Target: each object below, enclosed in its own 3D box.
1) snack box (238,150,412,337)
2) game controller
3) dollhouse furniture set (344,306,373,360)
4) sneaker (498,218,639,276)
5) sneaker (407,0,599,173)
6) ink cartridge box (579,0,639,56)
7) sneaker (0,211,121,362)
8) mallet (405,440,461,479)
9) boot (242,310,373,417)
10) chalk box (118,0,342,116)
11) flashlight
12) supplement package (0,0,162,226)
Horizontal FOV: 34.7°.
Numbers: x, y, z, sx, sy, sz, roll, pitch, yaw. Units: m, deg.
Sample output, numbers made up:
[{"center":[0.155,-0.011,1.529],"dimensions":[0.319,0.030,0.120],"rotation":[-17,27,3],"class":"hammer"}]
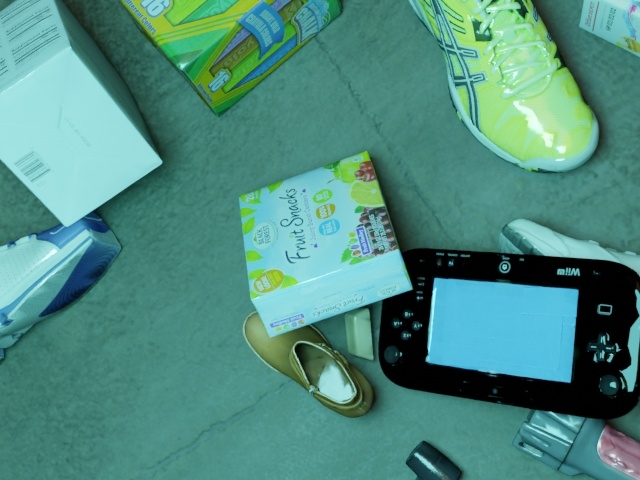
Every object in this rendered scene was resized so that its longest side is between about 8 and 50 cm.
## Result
[{"center":[0.000,0.000,1.206],"dimensions":[0.175,0.070,0.207],"rotation":[-19,36,6],"class":"snack box"},{"center":[0.205,0.097,1.140],"dimensions":[0.319,0.067,0.166],"rotation":[3,96,36],"class":"game controller"},{"center":[0.055,0.083,1.264],"dimensions":[0.081,0.091,0.114],"rotation":[-11,100,-33],"class":"dollhouse furniture set"},{"center":[0.337,0.061,1.178],"dimensions":[0.297,0.111,0.129],"rotation":[37,59,26],"class":"sneaker"},{"center":[0.202,-0.247,1.242],"dimensions":[0.145,0.147,0.384],"rotation":[-32,75,0],"class":"sneaker"},{"center":[0.377,-0.279,1.241],"dimensions":[0.181,0.104,0.061],"rotation":[31,84,15],"class":"ink cartridge box"},{"center":[-0.428,0.044,1.293],"dimensions":[0.315,0.127,0.182],"rotation":[-40,76,1],"class":"sneaker"},{"center":[0.078,0.315,1.196],"dimensions":[0.190,0.039,0.062],"rotation":[-43,75,2],"class":"mallet"},{"center":[-0.020,0.133,1.190],"dimensions":[0.197,0.152,0.073],"rotation":[31,85,15],"class":"boot"},{"center":[-0.095,-0.334,1.295],"dimensions":[0.289,0.179,0.180],"rotation":[-42,75,-1],"class":"chalk box"},{"center":[0.375,0.248,1.127],"dimensions":[0.304,0.103,0.103],"rotation":[29,57,15],"class":"flashlight"},{"center":[-0.324,-0.168,1.250],"dimensions":[0.149,0.194,0.203],"rotation":[-33,41,1],"class":"supplement package"}]
